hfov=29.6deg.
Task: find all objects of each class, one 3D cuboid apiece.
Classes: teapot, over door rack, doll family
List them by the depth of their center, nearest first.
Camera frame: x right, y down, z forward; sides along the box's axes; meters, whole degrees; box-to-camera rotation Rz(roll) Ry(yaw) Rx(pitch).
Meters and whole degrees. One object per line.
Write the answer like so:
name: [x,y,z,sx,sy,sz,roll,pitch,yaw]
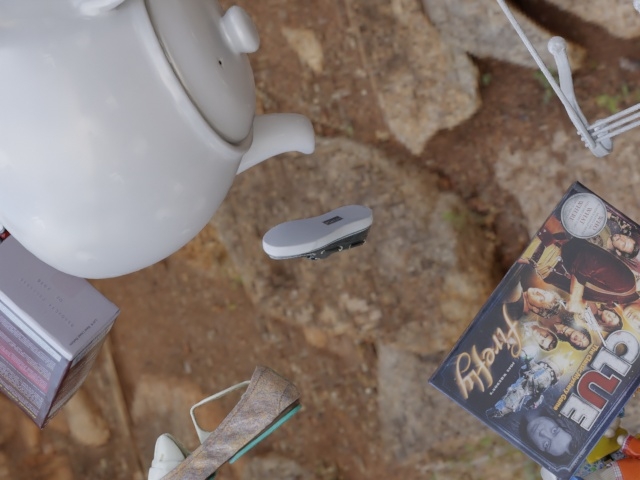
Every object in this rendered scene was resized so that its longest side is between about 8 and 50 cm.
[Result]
teapot: [-0.131,-0.109,0.833,0.253,0.187,0.256,60,-164,-16]
over door rack: [0.315,-0.257,1.268,0.324,0.239,0.108,46,-142,-27]
doll family: [0.311,0.197,1.367,0.118,0.163,0.263,111,139,-62]

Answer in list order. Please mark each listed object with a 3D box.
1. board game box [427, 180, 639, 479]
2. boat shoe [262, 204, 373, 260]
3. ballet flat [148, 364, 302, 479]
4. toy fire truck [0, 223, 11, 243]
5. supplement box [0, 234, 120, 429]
board game box: [0.242,0.088,1.179,0.165,0.243,0.042,36,179,5]
boat shoe: [0.000,0.000,1.260,0.049,0.142,0.040,32,128,41]
ballet flat: [-0.170,0.298,1.748,0.106,0.316,0.107,48,171,3]
toy fire truck: [-0.448,-0.019,1.566,0.135,0.047,0.192,19,99,24]
supplement box: [-0.293,0.094,1.237,0.130,0.073,0.239,42,148,2]
